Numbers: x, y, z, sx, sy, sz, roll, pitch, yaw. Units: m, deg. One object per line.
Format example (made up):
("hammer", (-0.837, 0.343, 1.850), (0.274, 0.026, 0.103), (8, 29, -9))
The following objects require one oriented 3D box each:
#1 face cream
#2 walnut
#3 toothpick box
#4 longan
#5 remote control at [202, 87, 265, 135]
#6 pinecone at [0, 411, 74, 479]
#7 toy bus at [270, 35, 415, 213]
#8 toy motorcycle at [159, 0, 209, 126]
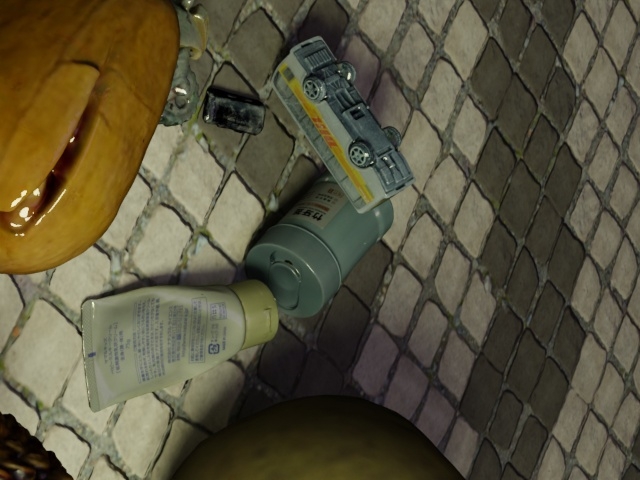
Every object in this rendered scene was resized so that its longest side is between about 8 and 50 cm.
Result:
("face cream", (-0.149, 0.093, 1.800), (0.224, 0.070, 0.114), (-14, 107, -39))
("walnut", (-0.228, -0.127, 1.512), (0.336, 0.209, 0.209), (-61, 139, -22))
("toothpick box", (0.000, 0.000, 1.939), (0.153, 0.101, 0.101), (-48, 132, -40))
("longan", (0.013, 0.329, 1.789), (0.404, 0.404, 0.336), (1, 105, -54))
("remote control", (-0.089, -0.134, 1.867), (0.096, 0.014, 0.039), (11, 87, -53))
("pinecone", (-0.319, 0.235, 1.434), (0.264, 0.264, 0.264), (-13, 106, -52))
("toy bus", (0.024, -0.123, 1.907), (0.064, 0.075, 0.190), (-30, 83, -42))
("toy motorcycle", (-0.183, -0.216, 1.670), (0.229, 0.094, 0.130), (48, 53, -31))
